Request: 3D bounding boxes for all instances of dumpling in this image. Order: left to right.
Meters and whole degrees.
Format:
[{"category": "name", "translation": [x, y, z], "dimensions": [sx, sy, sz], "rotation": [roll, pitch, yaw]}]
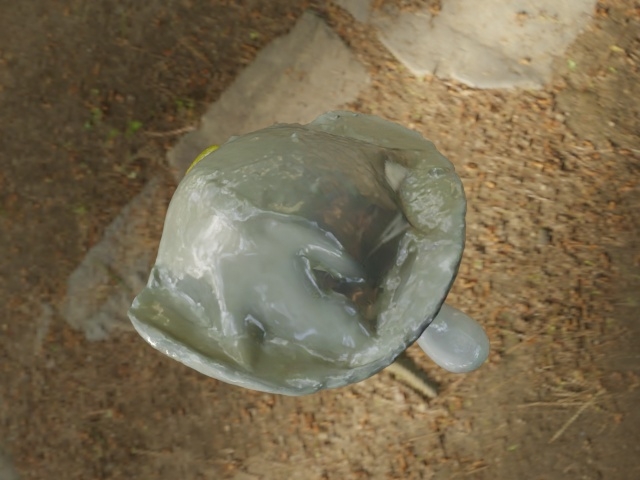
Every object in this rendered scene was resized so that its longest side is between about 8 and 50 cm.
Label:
[{"category": "dumpling", "translation": [-0.003, -0.002, 0.861], "dimensions": [0.226, 0.175, 0.243], "rotation": [20, 84, 33]}]

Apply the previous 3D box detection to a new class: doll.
[{"category": "doll", "translation": [0.013, -0.003, 1.469], "dimensions": [0.365, 0.187, 0.376], "rotation": [13, 129, 45]}]
